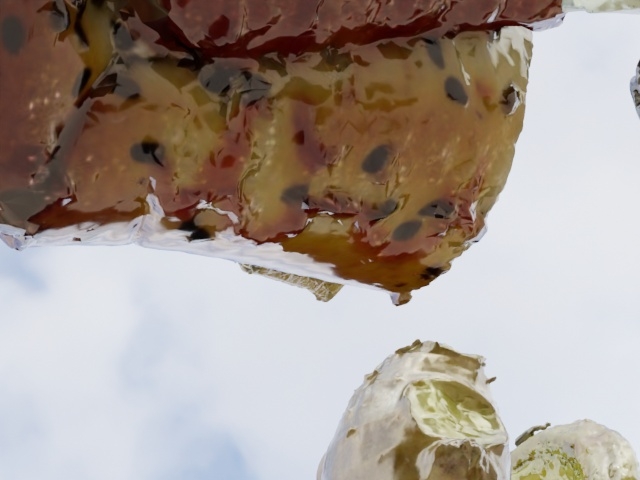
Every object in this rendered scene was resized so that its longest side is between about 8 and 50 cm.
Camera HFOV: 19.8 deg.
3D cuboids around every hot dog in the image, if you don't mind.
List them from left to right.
[{"bbox_3d":[-0.049,-0.161,0.842,0.365,0.196,0.367,9,-71,-28],"label":"hot dog"}]

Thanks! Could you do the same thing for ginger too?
[{"bbox_3d":[0.051,0.138,1.037,0.102,0.216,0.157,19,-55,-14],"label":"ginger"}]

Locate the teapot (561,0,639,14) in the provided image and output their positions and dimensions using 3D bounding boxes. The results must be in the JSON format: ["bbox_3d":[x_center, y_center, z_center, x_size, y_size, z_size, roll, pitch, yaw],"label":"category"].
[{"bbox_3d":[0.082,-0.093,0.430,0.057,0.067,0.083,-4,-82,0],"label":"teapot"}]

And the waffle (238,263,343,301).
[{"bbox_3d":[0.000,0.000,1.438,0.097,0.023,0.152,-47,-27,12],"label":"waffle"}]

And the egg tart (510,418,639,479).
[{"bbox_3d":[0.170,0.267,1.437,0.095,0.279,0.279,35,-80,-18],"label":"egg tart"}]

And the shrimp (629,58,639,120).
[{"bbox_3d":[0.399,-0.160,1.159,0.410,0.221,0.166,-24,-18,25],"label":"shrimp"}]
